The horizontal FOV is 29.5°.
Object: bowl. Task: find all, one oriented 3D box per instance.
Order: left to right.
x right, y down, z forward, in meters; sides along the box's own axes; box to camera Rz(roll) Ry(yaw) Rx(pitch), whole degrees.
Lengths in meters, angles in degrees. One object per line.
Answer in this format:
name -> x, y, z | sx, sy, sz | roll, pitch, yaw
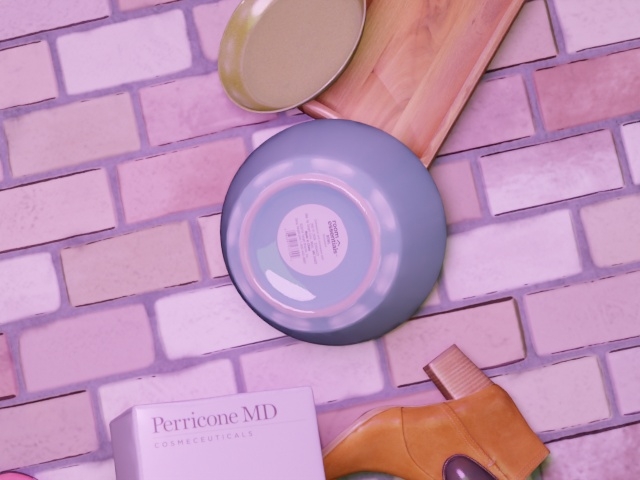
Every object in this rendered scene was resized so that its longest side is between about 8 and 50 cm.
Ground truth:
bowl -> 0.000, 0.000, 1.569 | 0.312, 0.163, 0.311 | 1, 98, 11

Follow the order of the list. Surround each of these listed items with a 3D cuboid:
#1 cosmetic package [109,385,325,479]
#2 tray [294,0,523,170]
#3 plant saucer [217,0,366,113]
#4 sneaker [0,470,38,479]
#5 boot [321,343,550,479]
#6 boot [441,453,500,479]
cosmetic package -> -0.104, 0.417, 1.449 | 0.230, 0.161, 0.453 | -5, 77, -20
tray -> 0.156, -0.313, 1.673 | 0.203, 0.076, 0.411 | 30, 86, 7
plant saucer -> -0.033, -0.273, 1.650 | 0.241, 0.037, 0.241 | -16, 59, 29
sneaker -> -0.350, 0.439, 1.591 | 0.116, 0.136, 0.314 | -32, 83, -1
boot -> 0.137, 0.298, 1.591 | 0.295, 0.104, 0.211 | -37, 82, -5
boot -> 0.224, 0.355, 1.489 | 0.082, 0.106, 0.219 | -32, 77, -5
